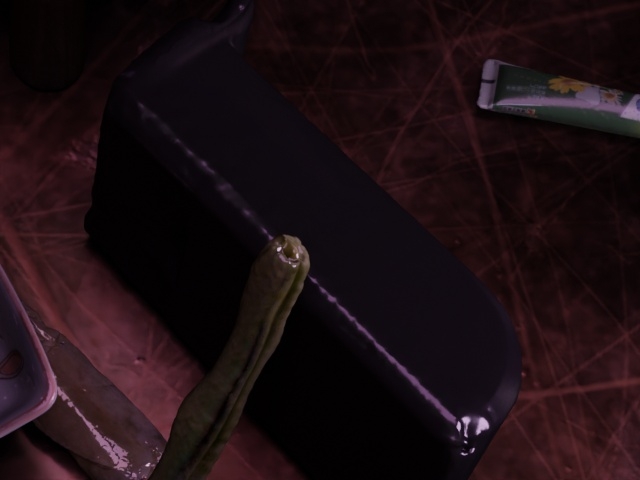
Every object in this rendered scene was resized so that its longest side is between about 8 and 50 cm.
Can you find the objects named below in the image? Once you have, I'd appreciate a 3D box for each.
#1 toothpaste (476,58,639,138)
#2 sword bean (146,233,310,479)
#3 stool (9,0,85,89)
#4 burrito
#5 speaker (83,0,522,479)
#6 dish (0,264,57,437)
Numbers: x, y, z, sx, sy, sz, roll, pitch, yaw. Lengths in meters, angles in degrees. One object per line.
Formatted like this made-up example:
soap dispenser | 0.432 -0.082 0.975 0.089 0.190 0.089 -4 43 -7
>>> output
toothpaste | 0.223 -0.102 1.455 0.204 0.031 0.049 12 58 0
sword bean | -0.074 0.111 1.180 0.043 0.269 0.038 8 29 -43
stool | -0.217 -0.315 1.392 0.310 0.226 0.310 31 62 9
burrito | -0.168 0.108 1.264 0.058 0.045 0.188 -43 78 -13
speaker | 0.000 0.000 1.281 0.184 0.180 0.388 -34 71 -30
dish | -0.291 0.105 1.223 0.234 0.064 0.154 -29 68 -3
